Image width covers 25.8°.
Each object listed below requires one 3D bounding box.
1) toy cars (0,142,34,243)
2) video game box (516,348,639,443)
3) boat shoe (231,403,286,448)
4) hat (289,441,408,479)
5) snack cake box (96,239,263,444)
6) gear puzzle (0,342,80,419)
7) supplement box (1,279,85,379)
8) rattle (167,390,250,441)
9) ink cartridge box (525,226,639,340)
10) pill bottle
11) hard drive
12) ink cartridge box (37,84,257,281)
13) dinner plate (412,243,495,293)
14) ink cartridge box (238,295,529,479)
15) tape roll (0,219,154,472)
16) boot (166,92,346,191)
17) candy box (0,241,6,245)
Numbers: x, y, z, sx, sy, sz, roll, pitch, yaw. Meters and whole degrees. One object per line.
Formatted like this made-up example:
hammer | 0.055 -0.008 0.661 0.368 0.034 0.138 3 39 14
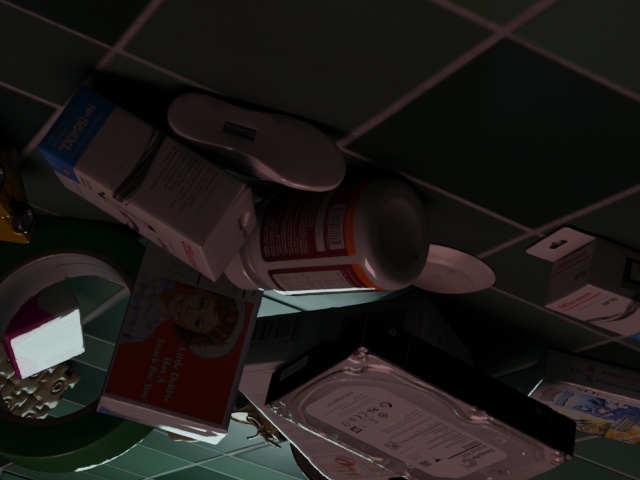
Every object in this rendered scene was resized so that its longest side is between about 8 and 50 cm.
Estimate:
toy cars | -0.477 -0.122 1.592 0.394 0.087 0.176 30 149 -27
video game box | 0.379 0.219 1.939 0.187 0.048 0.205 16 158 2
boat shoe | -0.042 0.310 2.361 0.285 0.089 0.104 4 157 26
hat | 0.125 0.284 2.109 0.331 0.134 0.331 13 132 15
snack cake box | -0.154 0.092 1.660 0.152 0.264 0.089 17 159 -7
gear puzzle | -0.553 0.229 2.402 0.044 0.175 0.339 37 171 31
supplement box | -0.411 0.104 2.006 0.111 0.114 0.220 -23 165 -16
rattle | -0.166 0.266 2.367 0.200 0.130 0.143 -30 150 24
ink cartridge box | 0.321 0.052 1.544 0.180 0.060 0.104 19 158 -13
pill bottle | 0.000 0.000 1.533 0.221 0.121 0.121 -5 151 40
hard drive | 0.128 0.228 1.812 0.339 0.064 0.237 29 143 -22
ink cartridge box | -0.175 -0.056 1.451 0.203 0.086 0.148 32 168 10
dinner plate | 0.140 0.038 1.686 0.141 0.017 0.141 11 157 5
ink cartridge box | 0.088 0.229 1.958 0.308 0.091 0.385 -10 140 30
tape roll | -0.329 0.133 1.793 0.321 0.321 0.077 7 159 17
boot | -0.067 -0.094 1.436 0.190 0.069 0.086 23 165 -1
candy box | -0.492 -0.013 1.903 0.109 0.053 0.186 15 160 -1
